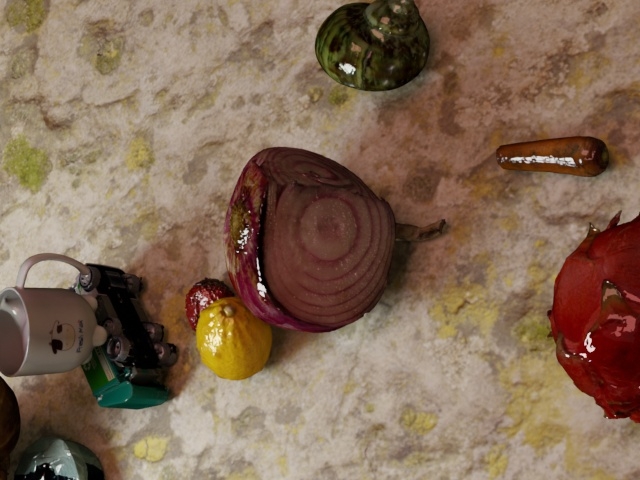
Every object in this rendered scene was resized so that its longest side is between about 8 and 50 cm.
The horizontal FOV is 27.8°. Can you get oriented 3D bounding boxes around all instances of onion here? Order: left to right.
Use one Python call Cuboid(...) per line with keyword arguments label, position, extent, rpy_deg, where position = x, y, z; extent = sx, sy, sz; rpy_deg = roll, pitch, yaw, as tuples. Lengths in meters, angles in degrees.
Cuboid(label="onion", position=(-0.031, -0.002, 1.856), extent=(0.256, 0.272, 0.230), rpy_deg=(-60, 27, -6))

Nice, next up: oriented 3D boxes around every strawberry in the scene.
Cuboid(label="strawberry", position=(-0.171, 0.104, 1.993), extent=(0.083, 0.083, 0.096), rpy_deg=(26, 121, 37))

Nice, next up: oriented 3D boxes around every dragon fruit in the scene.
Cuboid(label="dragon fruit", position=(0.388, 0.096, 1.536), extent=(0.241, 0.241, 0.252), rpy_deg=(21, 73, 37))

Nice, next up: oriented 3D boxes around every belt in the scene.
Cuboid(label="belt", position=(-0.413, 0.404, 2.042), extent=(0.151, 0.078, 0.198), rpy_deg=(-27, 59, 25))

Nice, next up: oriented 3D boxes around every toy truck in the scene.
Cuboid(label="toy truck", position=(-0.322, 0.157, 2.053), extent=(0.124, 0.114, 0.253), rpy_deg=(-49, 53, 23))

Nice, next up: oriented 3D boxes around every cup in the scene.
Cuboid(label="cup", position=(-0.413, 0.118, 1.970), extent=(0.134, 0.142, 0.174), rpy_deg=(-29, 68, 47))

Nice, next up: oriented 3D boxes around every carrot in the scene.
Cuboid(label="carrot", position=(0.317, -0.114, 1.764), extent=(0.161, 0.055, 0.055), rpy_deg=(4, 76, 42))

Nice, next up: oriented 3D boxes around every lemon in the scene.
Cuboid(label="lemon", position=(-0.128, 0.142, 1.909), extent=(0.114, 0.155, 0.114), rpy_deg=(-2, 48, 3))

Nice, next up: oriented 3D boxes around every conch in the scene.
Cuboid(label="conch", position=(0.076, -0.305, 1.943), extent=(0.181, 0.124, 0.187), rpy_deg=(-28, 52, 19))

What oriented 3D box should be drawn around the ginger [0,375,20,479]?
Cuboid(label="ginger", position=(-0.554, 0.321, 1.991), extent=(0.176, 0.418, 0.254), rpy_deg=(4, 62, -9))
